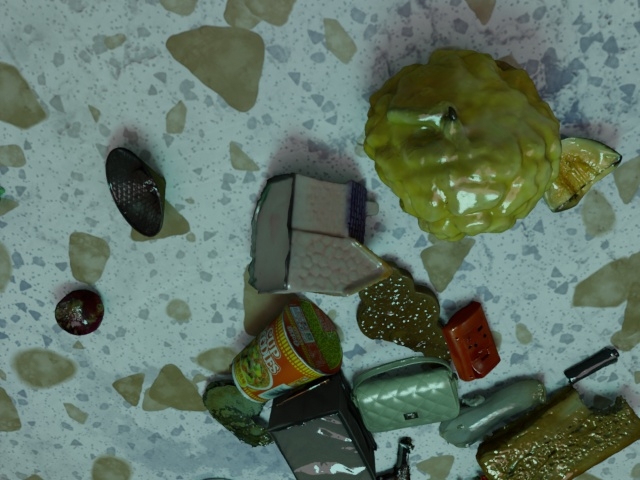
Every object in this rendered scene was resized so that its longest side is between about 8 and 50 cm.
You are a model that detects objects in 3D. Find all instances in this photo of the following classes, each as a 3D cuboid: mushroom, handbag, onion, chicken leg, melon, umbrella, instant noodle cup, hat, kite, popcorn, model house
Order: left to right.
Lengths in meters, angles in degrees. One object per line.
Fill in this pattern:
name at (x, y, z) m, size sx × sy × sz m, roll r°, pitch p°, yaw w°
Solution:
onion at (-0.549, 0.165, 1.304) m, size 0.107 × 0.097 × 0.107 m, roll 0°, pitch 85°, yaw -2°
hat at (-0.356, -0.110, 1.178) m, size 0.193 × 0.082 × 0.193 m, roll 23°, pitch 128°, yaw 33°
instant noodle cup at (-0.085, 0.263, 1.290) m, size 0.212 × 0.193 × 0.193 m, roll -38°, pitch 108°, yaw 27°
kite at (-0.011, 0.321, 1.282) m, size 0.183 × 0.241 × 0.014 m, roll -31°, pitch 84°, yaw 44°
model house at (0.000, 0.000, 1.163) m, size 0.237 × 0.202 × 0.237 m, roll 8°, pitch 79°, yaw -26°
chicken leg at (0.188, 0.624, 1.504) m, size 0.105 × 0.051 × 0.253 m, roll 28°, pitch 110°, yaw -5°
handbag at (0.198, 0.355, 1.335) m, size 0.255 × 0.079 × 0.219 m, roll -14°, pitch 129°, yaw 10°
popcorn at (0.240, -0.148, 1.020) m, size 0.348 × 0.349 × 0.382 m, roll 2°, pitch 153°, yaw 2°
mushroom at (0.412, 0.413, 1.371) m, size 0.277 × 0.099 × 0.096 m, roll -33°, pitch 128°, yaw 13°
melon at (0.497, -0.142, 1.130) m, size 0.160 × 0.079 × 0.128 m, roll -42°, pitch 86°, yaw 20°
umbrella at (0.638, 0.294, 1.341) m, size 0.133 × 0.031 × 0.036 m, roll -35°, pitch 110°, yaw 16°

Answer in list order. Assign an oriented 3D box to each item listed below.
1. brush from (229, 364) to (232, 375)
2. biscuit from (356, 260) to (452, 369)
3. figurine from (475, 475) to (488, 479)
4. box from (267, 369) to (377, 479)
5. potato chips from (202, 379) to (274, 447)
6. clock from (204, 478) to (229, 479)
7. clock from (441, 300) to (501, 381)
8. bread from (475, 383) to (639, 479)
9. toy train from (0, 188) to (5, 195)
brush at (-0.090, 0.385, 1.424) m, size 0.314 × 0.017 × 0.090 m, roll 30°, pitch 110°, yaw -10°
biscuit at (0.196, 0.182, 1.301) m, size 0.319 × 0.047 × 0.183 m, roll 40°, pitch 114°, yaw -15°
figurine at (0.466, 0.628, 1.461) m, size 0.185 × 0.127 × 0.234 m, roll 23°, pitch 124°, yaw 0°
box at (0.010, 0.468, 1.365) m, size 0.188 × 0.153 × 0.253 m, roll -19°, pitch 111°, yaw 10°
potato chips at (-0.195, 0.430, 1.420) m, size 0.201 × 0.029 × 0.220 m, roll -5°, pitch 118°, yaw 21°
clock at (-0.279, 0.765, 1.571) m, size 0.230 × 0.083 × 0.231 m, roll 1°, pitch 117°, yaw 1°
clock at (0.344, 0.227, 1.282) m, size 0.113 × 0.061 × 0.155 m, roll -35°, pitch 112°, yaw -24°
bread at (0.561, 0.473, 1.356) m, size 0.380 × 0.109 × 0.185 m, roll -32°, pitch 74°, yaw 2°
toy train at (-0.758, -0.080, 1.203) m, size 0.149 × 0.099 × 0.081 m, roll -17°, pitch 147°, yaw 16°
